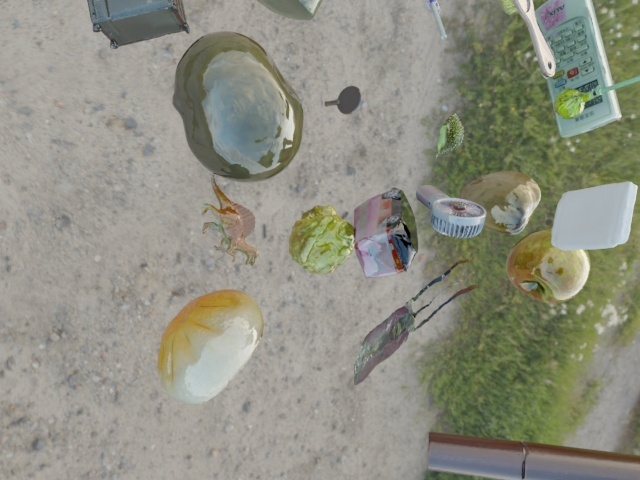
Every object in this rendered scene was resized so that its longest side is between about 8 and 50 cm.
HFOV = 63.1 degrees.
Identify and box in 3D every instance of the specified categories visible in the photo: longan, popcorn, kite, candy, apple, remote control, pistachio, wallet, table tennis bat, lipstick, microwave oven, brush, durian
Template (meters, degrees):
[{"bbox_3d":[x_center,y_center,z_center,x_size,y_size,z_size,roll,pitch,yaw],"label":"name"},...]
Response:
[{"bbox_3d":[-0.188,-0.306,1.215,0.288,0.288,0.351,-27,98,-26],"label":"longan"},{"bbox_3d":[0.001,-0.001,1.502,0.197,0.156,0.198,-5,114,-13],"label":"popcorn"},{"bbox_3d":[0.190,0.168,1.122,0.022,0.204,0.360,42,114,-8],"label":"kite"},{"bbox_3d":[0.349,-0.752,1.623,0.124,0.366,0.124,-4,148,-3],"label":"candy"},{"bbox_3d":[0.592,0.061,1.350,0.195,0.196,0.196,-14,114,-32],"label":"apple"},{"bbox_3d":[0.625,-0.439,1.288,0.050,0.145,0.345,-7,82,-37],"label":"remote control"},{"bbox_3d":[0.540,-0.285,1.010,0.058,0.193,0.062,7,82,-25],"label":"candy"},{"bbox_3d":[0.602,-0.140,1.772,0.213,0.260,0.163,-63,148,-8],"label":"pistachio"},{"bbox_3d":[0.514,-0.042,0.990,0.031,0.183,0.124,14,84,-13],"label":"wallet"},{"bbox_3d":[0.055,-0.531,1.934,0.119,0.169,0.108,7,85,-51],"label":"table tennis bat"},{"bbox_3d":[0.328,0.312,0.720,0.356,0.057,0.057,3,111,9],"label":"lipstick"},{"bbox_3d":[-0.525,-0.685,1.506,0.247,0.188,0.178,-12,85,0],"label":"microwave oven"},{"bbox_3d":[0.429,-0.486,1.121,0.072,0.067,0.313,-48,117,-25],"label":"brush"},{"bbox_3d":[0.547,-0.431,2.167,0.137,0.095,0.221,-48,166,-21],"label":"durian"}]

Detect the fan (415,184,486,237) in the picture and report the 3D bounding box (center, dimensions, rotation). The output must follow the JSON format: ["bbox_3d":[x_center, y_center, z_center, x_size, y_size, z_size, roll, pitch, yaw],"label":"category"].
[{"bbox_3d":[0.314,-0.083,1.311,0.130,0.244,0.074,-5,118,-18],"label":"fan"}]

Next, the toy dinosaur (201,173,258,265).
[{"bbox_3d":[-0.210,-0.048,1.238,0.142,0.057,0.212,8,100,-1],"label":"toy dinosaur"}]

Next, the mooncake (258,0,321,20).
[{"bbox_3d":[-0.115,-0.779,1.560,0.274,0.275,0.135,29,94,-40],"label":"mooncake"}]

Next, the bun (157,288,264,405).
[{"bbox_3d":[-0.283,0.233,1.242,0.165,0.299,0.299,45,78,-17],"label":"bun"}]

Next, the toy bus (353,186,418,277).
[{"bbox_3d":[0.168,-0.028,1.360,0.147,0.303,0.128,-19,114,15],"label":"toy bus"}]
